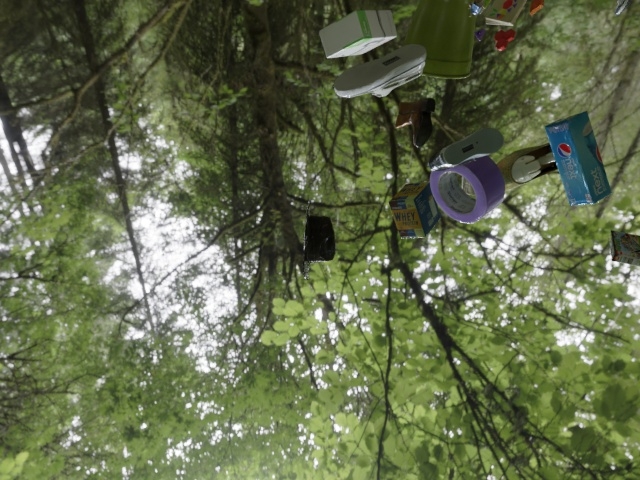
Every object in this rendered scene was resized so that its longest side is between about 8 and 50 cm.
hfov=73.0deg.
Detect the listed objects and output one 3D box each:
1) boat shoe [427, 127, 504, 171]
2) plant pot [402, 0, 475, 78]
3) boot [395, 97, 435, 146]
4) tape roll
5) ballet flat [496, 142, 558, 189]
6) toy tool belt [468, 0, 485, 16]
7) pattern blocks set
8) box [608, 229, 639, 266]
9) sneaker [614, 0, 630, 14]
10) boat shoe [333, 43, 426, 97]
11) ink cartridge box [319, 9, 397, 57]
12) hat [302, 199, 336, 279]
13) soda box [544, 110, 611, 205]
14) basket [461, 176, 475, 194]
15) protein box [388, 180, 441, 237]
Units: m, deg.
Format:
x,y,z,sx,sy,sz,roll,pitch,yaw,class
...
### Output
x,y,z,sx,sy,sz,roll,pitch,yaw,class
0.350,-0.221,1.053,0.183,0.065,0.083,-21,-177,-16,boat shoe
0.576,-0.997,2.046,0.366,0.353,0.367,5,-144,-4,plant pot
0.489,-0.640,2.369,0.096,0.264,0.280,1,-172,-28,boot
0.395,-0.147,1.175,0.080,0.189,0.189,-32,-135,-23,tape roll
0.743,-0.267,1.470,0.348,0.123,0.123,-22,-143,-1,ballet flat
0.531,-0.802,1.474,0.052,0.051,0.083,44,-175,12,toy tool belt
0.725,-0.908,1.649,0.026,0.325,0.285,17,-149,-39,pattern blocks set
1.275,0.032,1.803,0.114,0.036,0.207,14,-145,21,box
0.961,-0.788,1.365,0.058,0.135,0.052,34,-131,27,sneaker
0.161,-0.430,1.150,0.267,0.088,0.096,-31,-126,-12,boat shoe
0.161,-0.857,1.794,0.198,0.115,0.272,-7,-163,43,ink cartridge box
0.000,0.000,1.780,0.133,0.332,0.331,3,-146,-2,hat
0.621,-0.195,1.042,0.071,0.210,0.067,-26,-170,-20,soda box
0.741,-0.296,2.038,0.113,0.167,0.103,-2,-164,-3,basket
0.456,-0.147,2.076,0.135,0.201,0.200,-2,-150,42,protein box
